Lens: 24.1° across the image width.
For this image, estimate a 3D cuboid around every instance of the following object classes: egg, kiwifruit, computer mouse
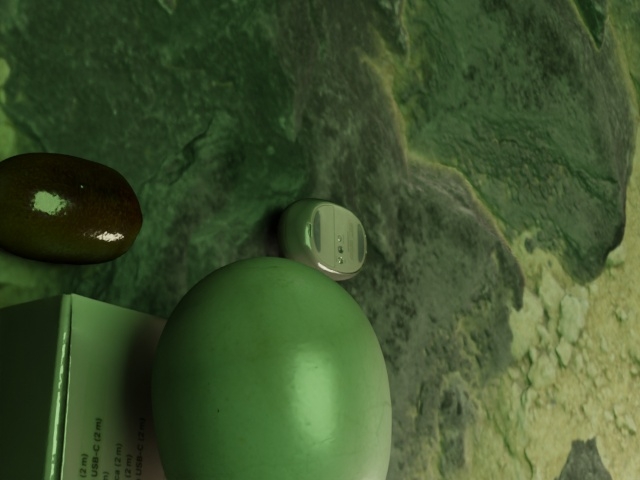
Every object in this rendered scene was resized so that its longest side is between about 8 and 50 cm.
[{"bbox_3d":[-0.029,0.114,0.946,0.151,0.151,0.209,-6,90,-48],"label":"egg"},{"bbox_3d":[-0.177,-0.021,1.030,0.124,0.075,0.075,11,73,-41],"label":"kiwifruit"},{"bbox_3d":[-0.002,0.000,1.238,0.096,0.039,0.066,16,69,-52],"label":"computer mouse"}]

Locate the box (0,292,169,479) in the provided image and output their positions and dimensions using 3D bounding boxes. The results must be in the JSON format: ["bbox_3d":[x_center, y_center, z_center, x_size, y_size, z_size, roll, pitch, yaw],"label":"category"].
[{"bbox_3d":[-0.111,0.163,1.031,0.252,0.106,0.203,19,68,-45],"label":"box"}]
